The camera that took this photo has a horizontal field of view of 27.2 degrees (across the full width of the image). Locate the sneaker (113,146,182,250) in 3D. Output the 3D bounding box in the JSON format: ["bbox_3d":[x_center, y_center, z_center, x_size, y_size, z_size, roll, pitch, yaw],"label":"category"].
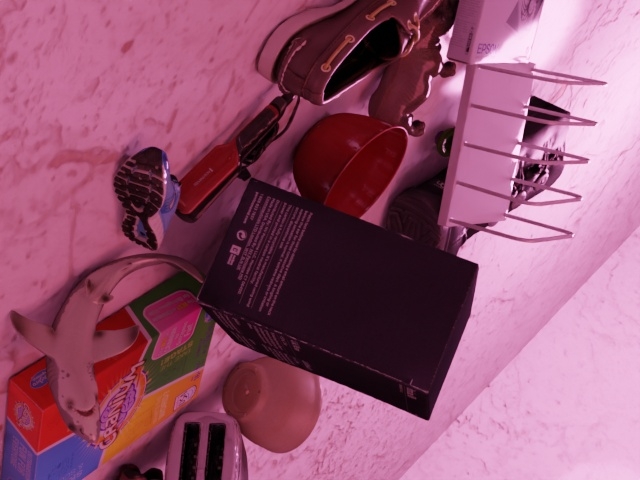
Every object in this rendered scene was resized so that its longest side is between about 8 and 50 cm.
[{"bbox_3d":[-0.196,-0.061,1.535,0.073,0.063,0.162,-59,171,-33],"label":"sneaker"}]

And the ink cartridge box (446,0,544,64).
[{"bbox_3d":[0.267,-0.363,1.889,0.223,0.045,0.224,-15,119,-58],"label":"ink cartridge box"}]

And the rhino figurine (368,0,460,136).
[{"bbox_3d":[0.142,-0.254,1.871,0.106,0.073,0.243,-11,133,-49],"label":"rhino figurine"}]

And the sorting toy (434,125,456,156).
[{"bbox_3d":[0.222,-0.171,2.242,0.102,0.042,0.061,-14,124,-41],"label":"sorting toy"}]

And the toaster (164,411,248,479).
[{"bbox_3d":[-0.182,0.371,2.114,0.146,0.129,0.227,90,3,-56],"label":"toaster"}]

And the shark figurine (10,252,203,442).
[{"bbox_3d":[-0.275,0.092,1.594,0.116,0.166,0.278,-37,-160,57],"label":"shark figurine"}]

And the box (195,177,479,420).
[{"bbox_3d":[0.034,0.089,1.774,0.343,0.313,0.179,72,41,-77],"label":"box"}]

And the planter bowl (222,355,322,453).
[{"bbox_3d":[-0.092,0.258,2.165,0.109,0.162,0.162,24,106,-41],"label":"planter bowl"}]

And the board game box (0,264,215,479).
[{"bbox_3d":[-0.279,0.198,1.765,0.316,0.064,0.242,-34,154,-38],"label":"board game box"}]

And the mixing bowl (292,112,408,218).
[{"bbox_3d":[0.027,-0.110,1.838,0.181,0.098,0.181,-42,158,-21],"label":"mixing bowl"}]

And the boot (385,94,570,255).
[{"bbox_3d":[0.271,-0.038,2.444,0.445,0.146,0.367,-39,158,-41],"label":"boot"}]

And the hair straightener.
[{"bbox_3d":[-0.103,-0.113,1.658,0.230,0.047,0.089,-52,168,-14],"label":"hair straightener"}]

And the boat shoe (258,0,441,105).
[{"bbox_3d":[0.064,-0.261,1.661,0.324,0.097,0.116,-33,153,-39],"label":"boat shoe"}]

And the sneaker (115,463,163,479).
[{"bbox_3d":[-0.332,0.426,2.018,0.281,0.106,0.162,-35,149,-58],"label":"sneaker"}]

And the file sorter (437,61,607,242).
[{"bbox_3d":[0.335,-0.144,2.163,0.193,0.173,0.277,-6,110,-51],"label":"file sorter"}]
